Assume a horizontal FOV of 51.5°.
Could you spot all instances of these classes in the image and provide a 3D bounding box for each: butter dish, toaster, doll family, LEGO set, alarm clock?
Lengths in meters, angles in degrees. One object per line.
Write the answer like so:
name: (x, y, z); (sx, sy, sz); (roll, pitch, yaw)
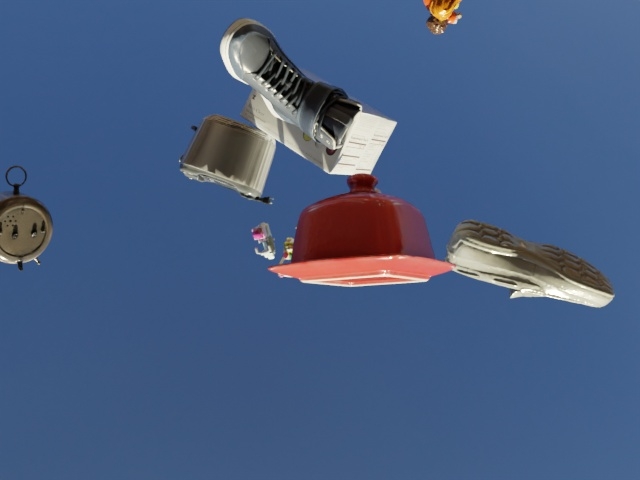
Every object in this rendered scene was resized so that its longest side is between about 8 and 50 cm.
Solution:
butter dish: (0.046, -0.014, 0.712); (0.160, 0.160, 0.118); (9, -103, -56)
toaster: (-0.193, -0.184, 1.481); (0.227, 0.129, 0.147); (20, -93, 0)
doll family: (0.173, -0.475, 1.168); (0.263, 0.118, 0.163); (24, -115, -23)
LEGO set: (0.000, 0.000, 1.295); (0.132, 0.287, 0.107); (63, -154, -17)
alarm clock: (-0.560, -0.042, 1.217); (0.129, 0.064, 0.192); (-7, -75, -48)

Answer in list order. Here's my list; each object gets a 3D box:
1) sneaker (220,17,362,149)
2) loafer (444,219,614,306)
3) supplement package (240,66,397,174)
sneaker: (-0.031, -0.213, 0.928); (0.163, 0.226, 0.086); (35, -91, 29)
loafer: (0.396, 0.060, 1.272); (0.319, 0.111, 0.112); (22, -148, 7)
supplement package: (-0.002, -0.271, 1.470); (0.262, 0.145, 0.204); (34, -162, 22)
